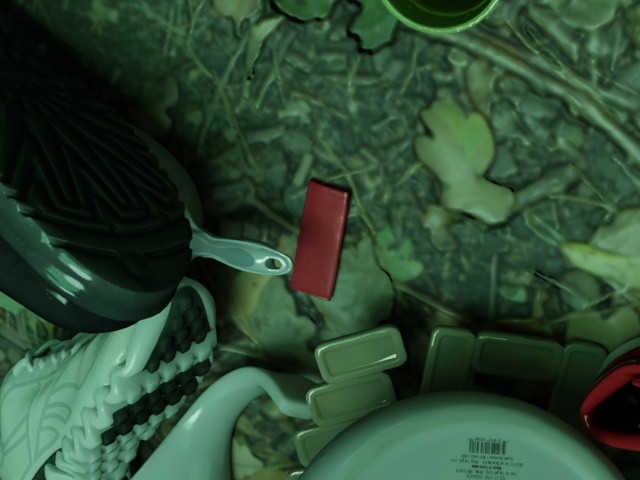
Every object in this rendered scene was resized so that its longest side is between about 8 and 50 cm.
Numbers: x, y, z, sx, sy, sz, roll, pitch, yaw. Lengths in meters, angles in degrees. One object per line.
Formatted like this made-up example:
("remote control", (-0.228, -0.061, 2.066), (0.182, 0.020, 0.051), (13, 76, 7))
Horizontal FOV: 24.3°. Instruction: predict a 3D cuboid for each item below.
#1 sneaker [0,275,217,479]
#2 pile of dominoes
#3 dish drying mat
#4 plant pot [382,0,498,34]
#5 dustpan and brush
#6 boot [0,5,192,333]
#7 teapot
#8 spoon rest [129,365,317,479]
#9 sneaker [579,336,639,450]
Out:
("sneaker", (-0.171, 0.111, 1.070), (0.118, 0.110, 0.292), (49, 131, 15))
("pile of dominoes", (0.073, 0.165, 1.032), (0.196, 0.040, 0.251), (9, 111, -4))
("dish drying mat", (0.000, 0.000, 1.027), (0.032, 0.008, 0.083), (17, 115, 16))
("plant pot", (0.081, -0.172, 0.891), (0.083, 0.079, 0.083), (7, 111, 19))
("dustpan and brush", (-0.109, -0.010, 1.036), (0.211, 0.060, 0.147), (10, 112, 18))
("boot", (-0.301, 0.065, 1.052), (0.367, 0.146, 0.445), (50, 120, 30))
("teapot", (0.074, 0.216, 0.940), (0.252, 0.187, 0.256), (-40, 88, -13))
("spoon rest", (-0.092, 0.192, 1.085), (0.276, 0.137, 0.084), (-53, 44, 21))
("sneaker", (0.257, 0.078, 0.880), (0.221, 0.128, 0.087), (-29, 88, 26))
